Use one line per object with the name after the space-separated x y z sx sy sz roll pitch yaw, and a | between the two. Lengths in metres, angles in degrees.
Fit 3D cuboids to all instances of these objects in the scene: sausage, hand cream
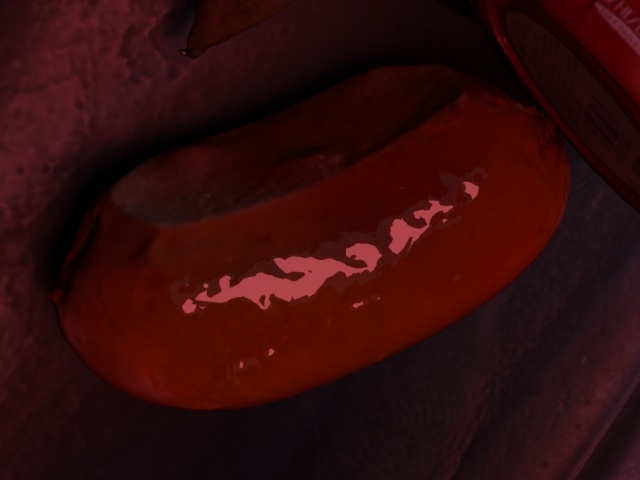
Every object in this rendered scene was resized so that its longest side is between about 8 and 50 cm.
0.001 0.002 0.795 0.258 0.133 0.133 -23 123 -15 | sausage
0.169 -0.099 0.783 0.125 0.193 0.193 -40 125 0 | hand cream

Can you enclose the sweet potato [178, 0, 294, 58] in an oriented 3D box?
0.006 -0.196 0.726 0.074 0.075 0.269 13 105 -30 | sweet potato
